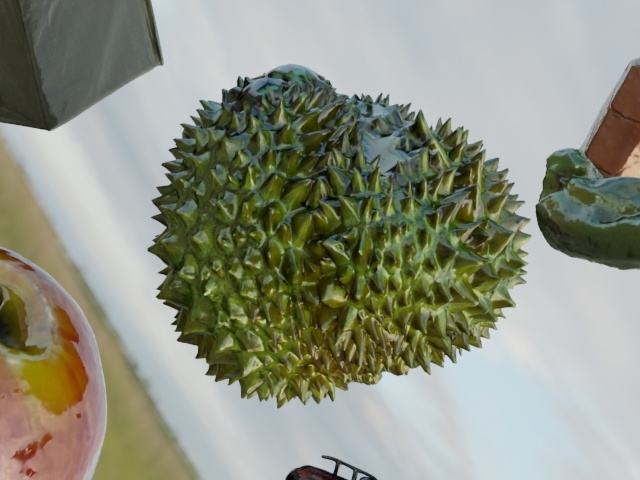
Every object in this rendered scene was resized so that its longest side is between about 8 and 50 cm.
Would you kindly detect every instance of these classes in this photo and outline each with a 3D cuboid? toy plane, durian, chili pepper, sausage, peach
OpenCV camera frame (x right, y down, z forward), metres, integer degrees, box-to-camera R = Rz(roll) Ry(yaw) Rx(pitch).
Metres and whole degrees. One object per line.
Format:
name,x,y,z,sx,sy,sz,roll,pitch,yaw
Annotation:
toy plane,0.025,0.189,1.294,0.145,0.060,0.037,23,-59,18
durian,-0.002,0.003,1.374,0.291,0.291,0.225,48,-51,46
chili pepper,0.190,-0.012,0.883,0.204,0.072,0.073,-2,-72,42
sausage,0.224,-0.068,1.409,0.065,0.169,0.065,24,15,-7
peach,-0.284,0.142,1.409,0.281,0.238,0.281,6,-81,44

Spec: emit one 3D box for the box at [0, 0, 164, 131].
box,-0.247,-0.228,1.540,0.155,0.149,0.231,11,-57,34
